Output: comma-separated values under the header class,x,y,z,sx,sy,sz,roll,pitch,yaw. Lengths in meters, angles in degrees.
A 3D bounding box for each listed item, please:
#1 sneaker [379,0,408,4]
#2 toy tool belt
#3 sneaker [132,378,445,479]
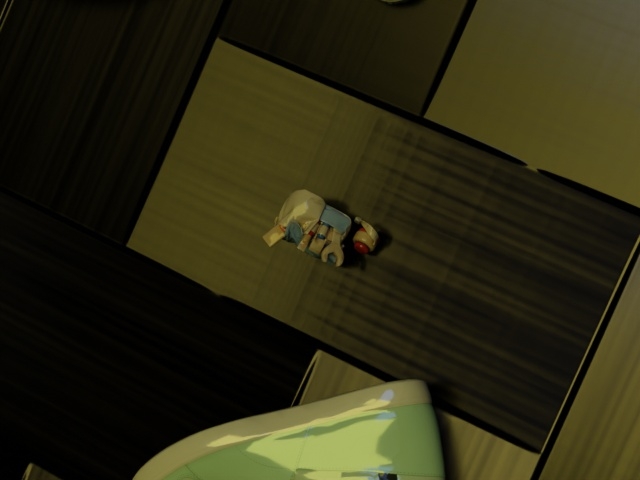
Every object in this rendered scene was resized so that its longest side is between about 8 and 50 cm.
class,x,y,z,sx,sy,sz,roll,pitch,yaw
sneaker,0.048,-0.298,1.135,0.080,0.081,0.211,-12,80,20
toy tool belt,0.000,0.000,1.142,0.083,0.052,0.051,29,71,2
sneaker,-0.023,0.211,1.108,0.256,0.094,0.151,-18,74,15
